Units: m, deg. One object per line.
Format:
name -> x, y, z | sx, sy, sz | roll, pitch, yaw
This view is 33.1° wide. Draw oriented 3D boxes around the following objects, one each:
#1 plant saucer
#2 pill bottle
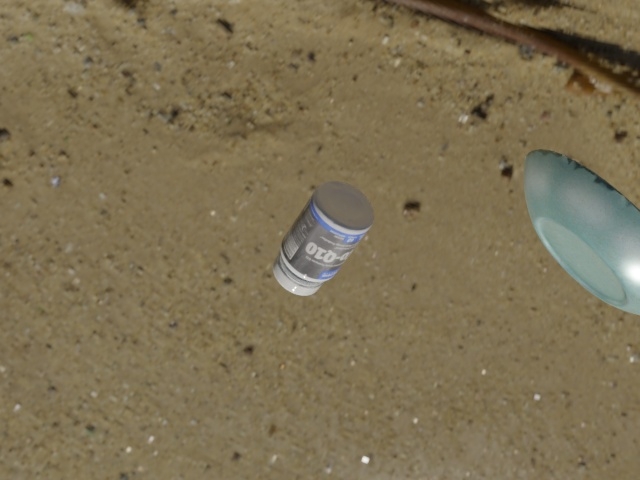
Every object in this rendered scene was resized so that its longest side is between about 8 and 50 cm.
plant saucer -> 0.232, 0.007, 0.909 | 0.037, 0.195, 0.195 | -44, 106, -6
pill bottle -> 0.000, 0.000, 1.275 | 0.078, 0.078, 0.137 | 32, 131, -3
